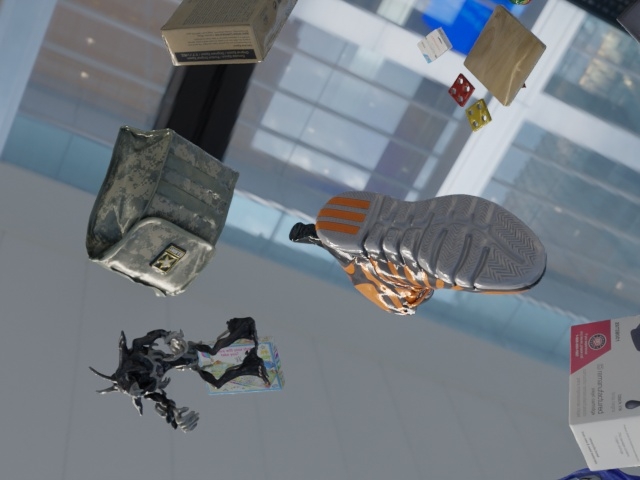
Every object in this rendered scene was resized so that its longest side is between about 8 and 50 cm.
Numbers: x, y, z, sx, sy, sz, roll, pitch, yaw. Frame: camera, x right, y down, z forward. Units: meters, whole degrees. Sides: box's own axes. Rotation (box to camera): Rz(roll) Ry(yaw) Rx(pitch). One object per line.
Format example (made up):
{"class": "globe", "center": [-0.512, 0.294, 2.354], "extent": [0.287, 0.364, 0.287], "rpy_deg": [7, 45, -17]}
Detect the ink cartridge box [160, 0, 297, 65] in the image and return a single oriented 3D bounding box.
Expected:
{"class": "ink cartridge box", "center": [-0.172, -0.439, 1.860], "extent": [0.193, 0.088, 0.235], "rpy_deg": [2, -137, 22]}

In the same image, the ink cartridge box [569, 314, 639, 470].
{"class": "ink cartridge box", "center": [0.435, 0.175, 1.173], "extent": [0.100, 0.237, 0.172], "rpy_deg": [60, -150, -32]}

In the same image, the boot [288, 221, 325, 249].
{"class": "boot", "center": [0.000, 0.000, 1.978], "extent": [0.099, 0.045, 0.121], "rpy_deg": [26, 166, -26]}

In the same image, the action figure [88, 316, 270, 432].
{"class": "action figure", "center": [-0.227, 0.209, 1.538], "extent": [0.275, 0.164, 0.141], "rpy_deg": [-15, -160, -13]}

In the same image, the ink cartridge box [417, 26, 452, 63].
{"class": "ink cartridge box", "center": [0.236, -0.400, 1.945], "extent": [0.028, 0.083, 0.048], "rpy_deg": [-32, -88, -25]}

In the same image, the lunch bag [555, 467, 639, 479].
{"class": "lunch bag", "center": [0.399, 0.512, 1.421], "extent": [0.327, 0.386, 0.239], "rpy_deg": [23, -162, -39]}

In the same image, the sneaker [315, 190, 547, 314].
{"class": "sneaker", "center": [0.159, 0.029, 1.285], "extent": [0.321, 0.125, 0.180], "rpy_deg": [15, 154, 32]}

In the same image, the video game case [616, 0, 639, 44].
{"class": "video game case", "center": [0.583, -0.356, 1.468], "extent": [0.026, 0.196, 0.274], "rpy_deg": [31, -154, -27]}

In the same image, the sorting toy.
{"class": "sorting toy", "center": [0.338, -0.327, 1.736], "extent": [0.046, 0.275, 0.132], "rpy_deg": [-6, -133, -40]}

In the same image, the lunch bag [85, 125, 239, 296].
{"class": "lunch bag", "center": [-0.309, -0.047, 1.856], "extent": [0.168, 0.287, 0.235], "rpy_deg": [8, 166, 34]}

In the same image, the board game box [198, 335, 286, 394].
{"class": "board game box", "center": [-0.150, 0.237, 1.811], "extent": [0.154, 0.104, 0.026], "rpy_deg": [-6, -160, 18]}
